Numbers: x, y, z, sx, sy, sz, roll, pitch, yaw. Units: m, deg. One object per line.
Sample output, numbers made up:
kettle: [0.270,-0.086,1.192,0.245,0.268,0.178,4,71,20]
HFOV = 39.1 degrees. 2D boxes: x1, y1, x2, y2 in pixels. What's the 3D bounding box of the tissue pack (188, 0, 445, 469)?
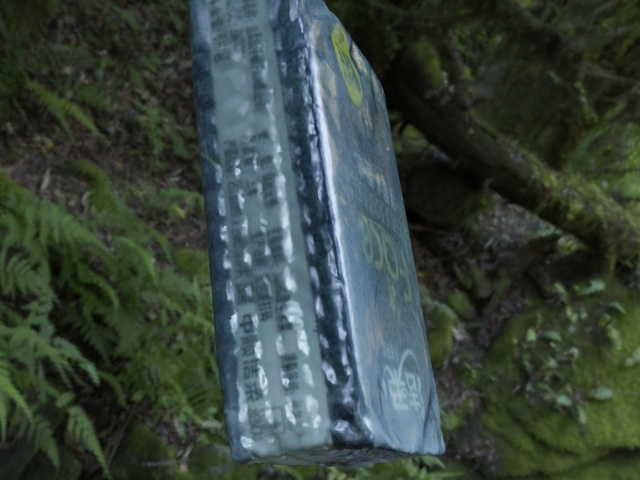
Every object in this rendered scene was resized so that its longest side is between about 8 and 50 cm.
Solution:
tissue pack: [0.000,0.000,0.523,0.185,0.081,0.256,34,46,-66]
